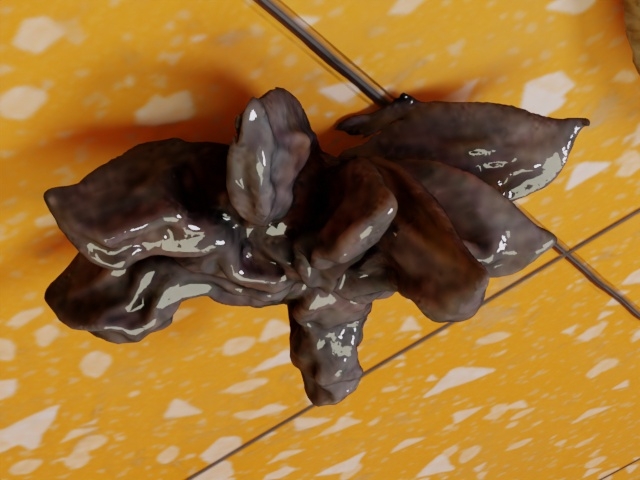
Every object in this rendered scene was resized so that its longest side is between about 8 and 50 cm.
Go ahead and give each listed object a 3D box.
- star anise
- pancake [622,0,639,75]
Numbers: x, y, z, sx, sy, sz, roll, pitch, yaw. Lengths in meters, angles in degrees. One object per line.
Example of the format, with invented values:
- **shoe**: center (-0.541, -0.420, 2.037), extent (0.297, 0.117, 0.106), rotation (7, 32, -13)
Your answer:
- **star anise**: center (0.001, -0.002, 0.667), extent (0.283, 0.129, 0.212), rotation (12, 153, -40)
- **pancake**: center (0.316, -0.149, 0.625), extent (0.387, 0.082, 0.387), rotation (-3, 142, -3)
